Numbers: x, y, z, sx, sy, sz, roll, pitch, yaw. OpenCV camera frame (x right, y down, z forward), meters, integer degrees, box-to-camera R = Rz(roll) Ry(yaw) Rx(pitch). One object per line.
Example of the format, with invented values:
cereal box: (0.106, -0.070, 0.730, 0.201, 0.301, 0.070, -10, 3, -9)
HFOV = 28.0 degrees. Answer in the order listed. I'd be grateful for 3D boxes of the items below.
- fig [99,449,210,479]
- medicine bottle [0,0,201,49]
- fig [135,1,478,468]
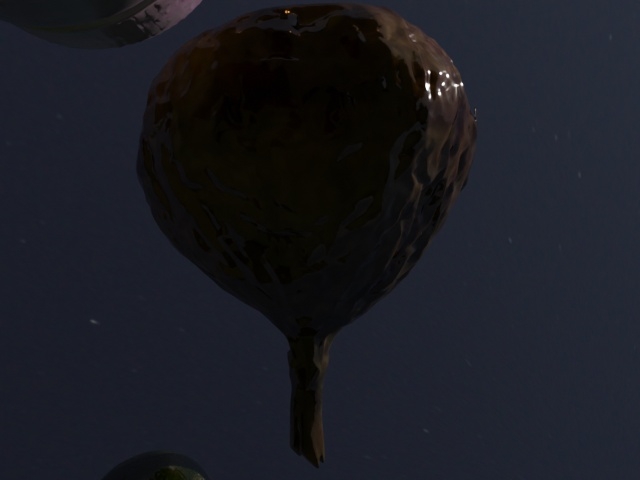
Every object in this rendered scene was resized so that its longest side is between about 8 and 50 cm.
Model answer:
fig: (-0.127, 0.223, 0.942, 0.117, 0.177, 0.117, -1, -83, -7)
medicine bottle: (-0.162, -0.235, 0.690, 0.219, 0.388, 0.219, 0, -92, 5)
fig: (0.000, 0.000, 1.058, 0.286, 0.286, 0.368, -7, -88, 12)
